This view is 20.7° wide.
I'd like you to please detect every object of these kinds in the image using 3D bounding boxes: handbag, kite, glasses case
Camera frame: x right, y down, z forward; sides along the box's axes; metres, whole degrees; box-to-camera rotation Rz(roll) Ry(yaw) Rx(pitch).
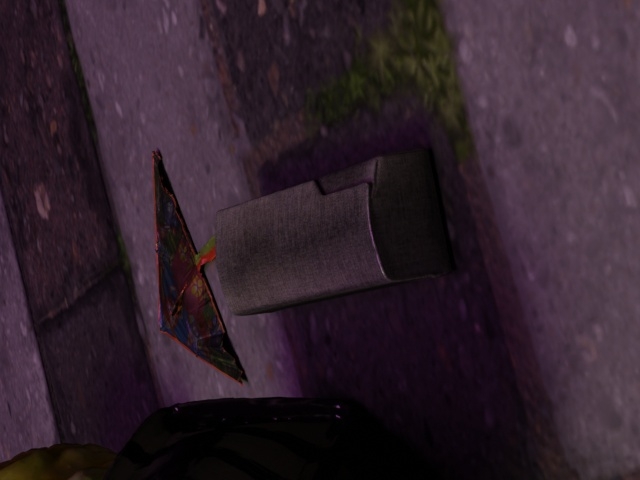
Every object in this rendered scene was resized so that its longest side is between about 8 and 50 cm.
[{"bbox_3d":[-0.051,0.275,0.934,0.327,0.162,0.325,-44,-50,-78],"label":"handbag"},{"bbox_3d":[-0.093,0.029,1.229,0.190,0.010,0.159,66,149,23],"label":"kite"},{"bbox_3d":[0.000,0.000,1.002,0.205,0.047,0.071,-15,85,63],"label":"glasses case"}]

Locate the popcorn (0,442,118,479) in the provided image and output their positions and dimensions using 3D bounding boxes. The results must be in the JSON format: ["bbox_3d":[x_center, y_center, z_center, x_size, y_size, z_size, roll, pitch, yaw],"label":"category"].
[{"bbox_3d":[-0.170,0.261,1.271,0.217,0.181,0.235,-38,66,60],"label":"popcorn"}]
